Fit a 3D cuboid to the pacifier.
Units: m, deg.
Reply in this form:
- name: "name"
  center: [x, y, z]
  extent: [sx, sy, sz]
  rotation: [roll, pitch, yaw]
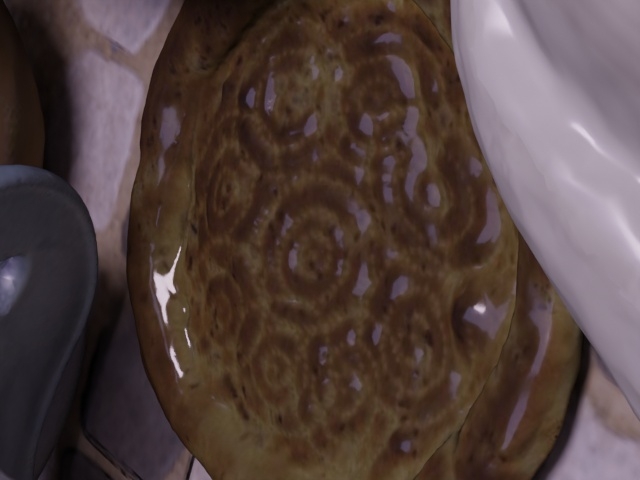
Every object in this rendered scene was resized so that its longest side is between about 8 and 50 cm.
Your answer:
- name: "pacifier"
  center: [-0.116, 0.119, 0.674]
  extent: [0.226, 0.238, 0.287]
  rotation: [29, 113, 19]

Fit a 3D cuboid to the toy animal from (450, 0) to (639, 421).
- name: "toy animal"
  center: [0.142, -0.046, 0.356]
  extent: [0.265, 0.206, 0.272]
  rotation: [54, 131, 28]

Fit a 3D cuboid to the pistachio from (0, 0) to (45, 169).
- name: "pistachio"
  center: [-0.212, -0.018, 0.772]
  extent: [0.162, 0.181, 0.293]
  rotation: [29, 120, 13]

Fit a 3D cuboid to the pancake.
- name: "pancake"
  center: [0.001, 0.000, 0.643]
  extent: [0.250, 0.031, 0.250]
  rotation: [6, 98, 48]
